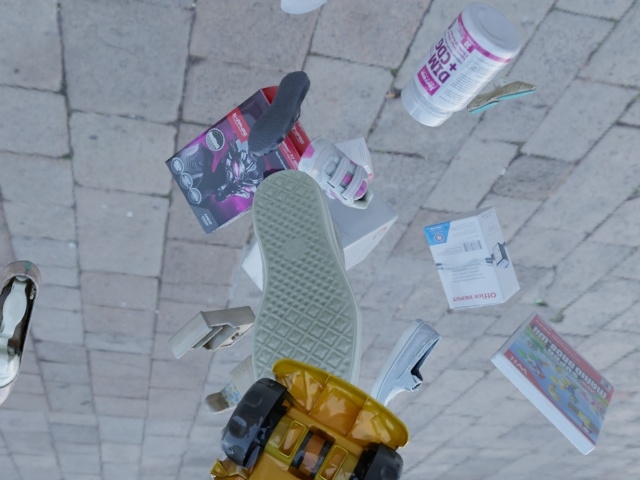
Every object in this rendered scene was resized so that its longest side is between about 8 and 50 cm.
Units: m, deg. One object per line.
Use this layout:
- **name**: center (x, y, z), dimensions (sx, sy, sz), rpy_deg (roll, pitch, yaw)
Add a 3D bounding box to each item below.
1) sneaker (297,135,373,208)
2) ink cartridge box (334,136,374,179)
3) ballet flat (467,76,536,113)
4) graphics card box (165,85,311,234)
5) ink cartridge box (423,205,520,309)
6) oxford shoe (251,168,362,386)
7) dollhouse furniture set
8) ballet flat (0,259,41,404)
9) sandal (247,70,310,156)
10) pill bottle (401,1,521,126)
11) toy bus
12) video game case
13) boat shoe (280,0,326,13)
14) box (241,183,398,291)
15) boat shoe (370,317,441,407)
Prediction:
- **sneaker**: center (0.044, -0.140, 1.522), dimensions (0.111, 0.103, 0.252), rpy_deg (29, -179, 31)
- **ink cartridge box**: center (0.032, -0.209, 2.031), dimensions (0.218, 0.092, 0.158), rpy_deg (-11, 168, 9)
- **ballet flat**: center (0.469, -0.393, 1.883), dimensions (0.206, 0.067, 0.073), rpy_deg (-13, 178, 44)
- **graphics card box**: center (-0.202, -0.198, 1.822), dimensions (0.371, 0.232, 0.094), rpy_deg (-29, 180, 31)
- **ink cartridge box**: center (0.320, 0.038, 1.514), dimensions (0.140, 0.190, 0.082), rpy_deg (-14, -171, 44)
- **oxford shoe**: center (-0.020, 0.095, 1.099), dimensions (0.169, 0.449, 0.130), rpy_deg (-13, 146, 7)
- **dollhouse furniture set**: center (-0.164, 0.262, 1.414), dimensions (0.212, 0.242, 0.161), rpy_deg (-42, 159, 26)
- **ballet flat**: center (-0.630, 0.193, 1.411), dimensions (0.108, 0.315, 0.106), rpy_deg (13, 180, -29)
- **sandal**: center (-0.082, -0.286, 1.642), dimensions (0.097, 0.254, 0.054), rpy_deg (7, 146, 32)
- **pill bottle**: center (0.324, -0.409, 1.698), dimensions (0.160, 0.160, 0.283), rpy_deg (15, 142, -24)
- **toy bus**: center (-0.033, 0.245, 0.664), dimensions (0.149, 0.220, 0.211), rpy_deg (29, 159, 8)
- **video game case**: center (0.412, 0.233, 1.241), dimensions (0.025, 0.204, 0.285), rpy_deg (-51, 164, 26)
- **boat shoe**: center (-0.018, -0.669, 1.734), dimensions (0.113, 0.104, 0.306), rpy_deg (1, 163, -20)
- **box**: center (0.000, 0.000, 1.839), dimensions (0.345, 0.168, 0.215), rpy_deg (-30, 163, -40)
- **boat shoe**: center (0.180, 0.278, 1.514), dimensions (0.079, 0.081, 0.227), rpy_deg (6, 113, -61)
